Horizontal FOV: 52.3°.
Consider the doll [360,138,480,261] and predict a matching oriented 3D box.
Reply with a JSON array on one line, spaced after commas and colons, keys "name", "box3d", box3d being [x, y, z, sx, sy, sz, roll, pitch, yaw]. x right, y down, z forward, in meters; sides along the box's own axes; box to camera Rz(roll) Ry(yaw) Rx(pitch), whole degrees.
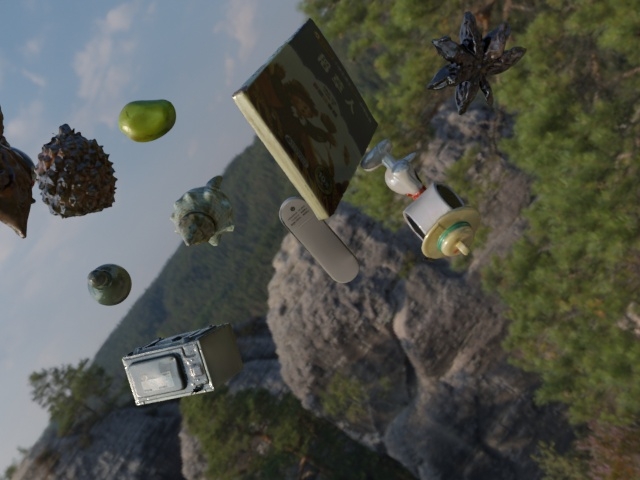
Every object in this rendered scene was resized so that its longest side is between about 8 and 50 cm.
[{"name": "doll", "box3d": [0.196, -0.083, 1.335, 0.144, 0.271, 0.208, -45, 6, 11]}]

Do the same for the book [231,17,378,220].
[{"name": "book", "box3d": [-0.010, -0.269, 1.372, 0.039, 0.300, 0.428, -23, 25, 32]}]

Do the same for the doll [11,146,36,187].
[{"name": "doll", "box3d": [-0.935, -0.155, 1.862, 0.257, 0.161, 0.215, -42, -21, 8]}]

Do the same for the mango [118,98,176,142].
[{"name": "mango", "box3d": [-0.486, -0.335, 1.828, 0.089, 0.163, 0.117, -34, -58, -81]}]

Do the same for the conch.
[{"name": "conch", "box3d": [-0.327, -0.080, 1.951, 0.386, 0.169, 0.203, -51, -26, -57]}]

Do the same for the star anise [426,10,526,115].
[{"name": "star anise", "box3d": [0.316, -0.376, 1.368, 0.212, 0.196, 0.073, -59, 19, 16]}]

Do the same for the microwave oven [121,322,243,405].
[{"name": "microwave oven", "box3d": [-0.354, 0.312, 1.663, 0.240, 0.145, 0.194, -15, 0, 23]}]

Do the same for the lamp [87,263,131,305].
[{"name": "lamp", "box3d": [-0.447, 0.086, 1.348, 0.091, 0.091, 0.163, -57, -4, -11]}]

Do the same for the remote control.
[{"name": "remote control", "box3d": [0.000, 0.000, 1.484, 0.077, 0.245, 0.022, -41, 18, 3]}]

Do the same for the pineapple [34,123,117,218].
[{"name": "pineapple", "box3d": [-0.504, -0.146, 1.340, 0.166, 0.193, 0.166, -12, 3, 1]}]

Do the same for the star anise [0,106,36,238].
[{"name": "star anise", "box3d": [-0.564, -0.166, 1.085, 0.109, 0.350, 0.292, -29, 11, -18]}]
